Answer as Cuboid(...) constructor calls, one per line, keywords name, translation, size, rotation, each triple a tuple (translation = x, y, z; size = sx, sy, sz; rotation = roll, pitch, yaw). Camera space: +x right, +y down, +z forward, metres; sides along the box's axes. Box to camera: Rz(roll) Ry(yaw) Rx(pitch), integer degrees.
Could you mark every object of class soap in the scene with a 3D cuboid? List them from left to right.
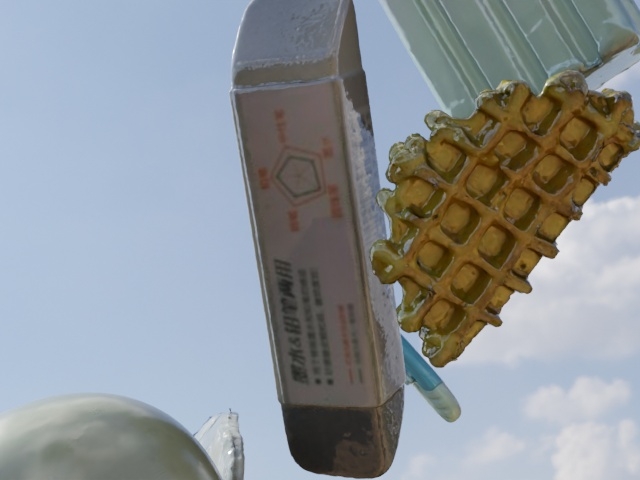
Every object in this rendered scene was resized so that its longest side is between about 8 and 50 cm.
Cuboid(name="soap", translation=(0.138, -0.241, 0.873), size=(0.173, 0.289, 0.095), rotation=(-34, -10, 29))

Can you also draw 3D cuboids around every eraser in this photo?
Cuboid(name="eraser", translation=(0.000, 0.000, 0.723), size=(0.089, 0.351, 0.061), rotation=(-1, 15, 25))

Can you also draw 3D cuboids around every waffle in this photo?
Cuboid(name="waffle", translation=(0.121, -0.017, 0.636), size=(0.192, 0.160, 0.046), rotation=(-21, 13, 3))

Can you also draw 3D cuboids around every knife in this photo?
Cuboid(name="knife", translation=(0.072, 0.112, 1.097), size=(0.031, 0.222, 0.064), rotation=(-37, -22, -15))

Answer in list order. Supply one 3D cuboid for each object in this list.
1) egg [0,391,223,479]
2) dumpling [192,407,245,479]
Cuboid(name="egg", translation=(-0.151, 0.216, 0.561), size=(0.219, 0.219, 0.269), rotation=(14, -71, -46))
Cuboid(name="dumpling", translation=(-0.098, 0.220, 0.789), size=(0.142, 0.172, 0.247), rotation=(15, -40, -21))
